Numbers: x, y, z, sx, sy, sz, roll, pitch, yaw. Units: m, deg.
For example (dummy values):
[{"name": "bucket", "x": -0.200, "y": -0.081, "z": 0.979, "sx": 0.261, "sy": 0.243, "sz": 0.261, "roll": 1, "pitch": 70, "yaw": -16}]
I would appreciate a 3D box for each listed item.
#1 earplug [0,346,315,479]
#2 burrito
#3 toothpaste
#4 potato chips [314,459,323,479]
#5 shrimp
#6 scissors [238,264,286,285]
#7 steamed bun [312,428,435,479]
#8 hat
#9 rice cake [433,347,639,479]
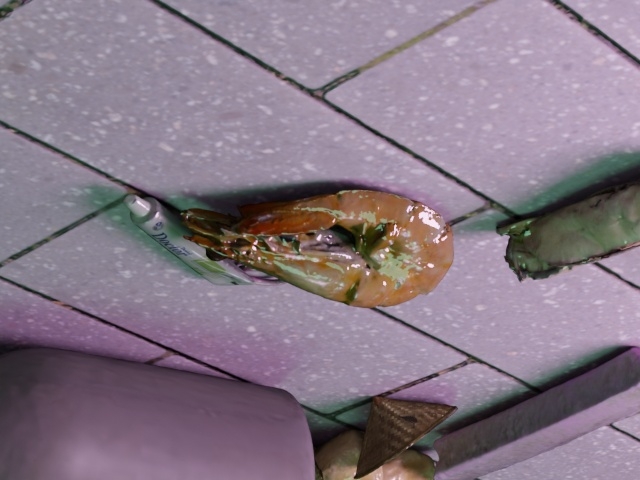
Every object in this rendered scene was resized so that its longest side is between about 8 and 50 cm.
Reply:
[{"name": "earplug", "x": -0.241, "y": 0.279, "z": 1.822, "sx": 0.394, "sy": 0.312, "sz": 0.312, "roll": 13, "pitch": 148, "yaw": -21}, {"name": "burrito", "x": 0.265, "y": -0.019, "z": 1.562, "sx": 0.229, "sy": 0.063, "sz": 0.058, "roll": -20, "pitch": 117, "yaw": 32}, {"name": "toothpaste", "x": -0.127, "y": 0.003, "z": 1.622, "sx": 0.048, "sy": 0.029, "sz": 0.197, "roll": -2, "pitch": 154, "yaw": 30}, {"name": "potato chips", "x": -0.062, "y": 0.333, "z": 2.022, "sx": 0.142, "sy": 0.026, "sz": 0.209, "roll": 19, "pitch": 113, "yaw": 20}, {"name": "shrimp", "x": 0.000, "y": -0.001, "z": 1.591, "sx": 0.267, "sy": 0.061, "sz": 0.145, "roll": 12, "pitch": 137, "yaw": -13}, {"name": "scissors", "x": 0.006, "y": 0.033, "z": 1.684, "sx": 0.176, "sy": 0.022, "sz": 0.085, "roll": 8, "pitch": 153, "yaw": -9}, {"name": "steamed bun", "x": 0.008, "y": 0.340, "z": 2.116, "sx": 0.295, "sy": 0.137, "sz": 0.292, "roll": 15, "pitch": 144, "yaw": -22}, {"name": "hat", "x": 0.081, "y": 0.205, "z": 1.958, "sx": 0.146, "sy": 0.067, "sz": 0.146, "roll": -34, "pitch": 177, "yaw": -2}, {"name": "rice cake", "x": 0.262, "y": 0.204, "z": 1.958, "sx": 0.073, "sy": 0.056, "sz": 0.365, "roll": 16, "pitch": 146, "yaw": -38}]
